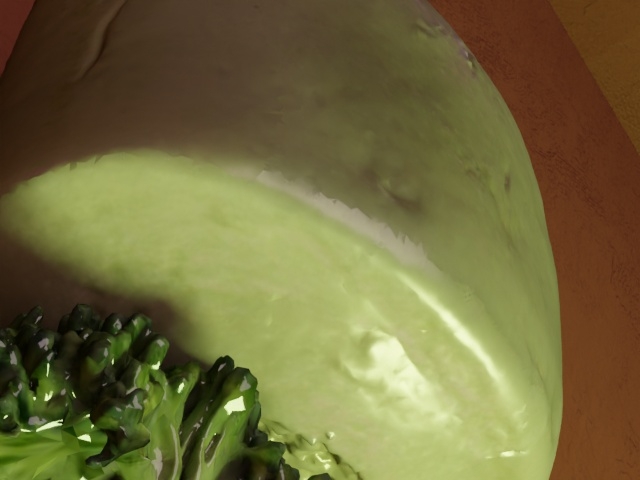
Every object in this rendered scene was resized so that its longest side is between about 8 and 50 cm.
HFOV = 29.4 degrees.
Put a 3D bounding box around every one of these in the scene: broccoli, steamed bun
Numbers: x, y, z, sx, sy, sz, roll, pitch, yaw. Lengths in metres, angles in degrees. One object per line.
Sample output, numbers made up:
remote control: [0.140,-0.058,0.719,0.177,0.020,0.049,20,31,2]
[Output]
broccoli: [-0.160,0.194,0.605,0.334,0.324,0.272,35,47,-19]
steamed bun: [0.000,0.000,0.817,0.456,0.290,0.371,47,35,-32]
